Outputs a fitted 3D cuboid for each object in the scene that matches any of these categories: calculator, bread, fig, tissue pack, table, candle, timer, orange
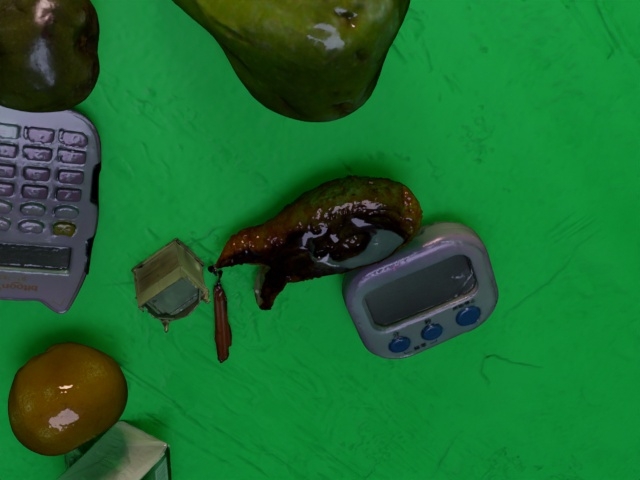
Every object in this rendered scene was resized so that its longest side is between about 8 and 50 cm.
[{"bbox_3d":[-0.360,-0.044,1.086,0.194,0.043,0.294,5,121,-18],"label":"calculator"},{"bbox_3d":[-0.001,-0.007,1.189,0.269,0.095,0.139,-21,128,18],"label":"bread"},{"bbox_3d":[-0.309,-0.204,0.953,0.126,0.185,0.133,-43,136,-36],"label":"fig"},{"bbox_3d":[-0.054,-0.247,0.950,0.275,0.206,0.206,23,119,-3],"label":"fig"},{"bbox_3d":[-0.319,0.388,1.361,0.156,0.148,0.209,20,130,20],"label":"tissue pack"},{"bbox_3d":[-0.190,0.059,1.179,0.079,0.083,0.062,-35,127,10],"label":"table"},{"bbox_3d":[-0.137,0.097,1.265,0.026,0.021,0.167,-25,132,-31],"label":"candle"},{"bbox_3d":[0.140,0.070,1.291,0.208,0.069,0.191,-22,129,2],"label":"timer"},{"bbox_3d":[-0.336,0.205,1.216,0.159,0.159,0.136,-35,87,11],"label":"orange"}]
